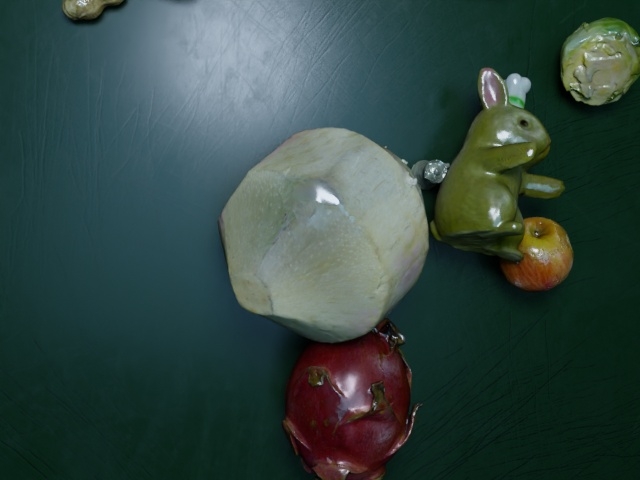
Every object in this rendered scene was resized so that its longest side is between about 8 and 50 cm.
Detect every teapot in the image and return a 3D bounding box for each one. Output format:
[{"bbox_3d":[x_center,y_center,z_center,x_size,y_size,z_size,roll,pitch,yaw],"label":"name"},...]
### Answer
[{"bbox_3d":[0.208,-0.126,1.128,0.067,0.083,0.057,-27,95,-3],"label":"teapot"}]

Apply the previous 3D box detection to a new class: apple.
[{"bbox_3d":[0.400,0.023,1.144,0.147,0.146,0.146,-1,96,-9],"label":"apple"}]

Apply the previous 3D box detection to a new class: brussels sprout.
[{"bbox_3d":[0.522,-0.340,1.141,0.149,0.122,0.151,31,125,-4],"label":"brussels sprout"}]

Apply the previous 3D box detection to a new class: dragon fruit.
[{"bbox_3d":[0.049,0.282,1.072,0.250,0.250,0.314,30,98,-11],"label":"dragon fruit"}]

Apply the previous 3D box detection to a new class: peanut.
[{"bbox_3d":[-0.378,-0.404,1.018,0.113,0.054,0.053,-28,100,-5],"label":"peanut"}]

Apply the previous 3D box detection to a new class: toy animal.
[{"bbox_3d":[0.326,-0.147,1.058,0.181,0.181,0.362,19,84,33],"label":"toy animal"}]

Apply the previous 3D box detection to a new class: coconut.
[{"bbox_3d":[0.000,0.000,0.986,0.353,0.352,0.352,-1,96,-9],"label":"coconut"}]
